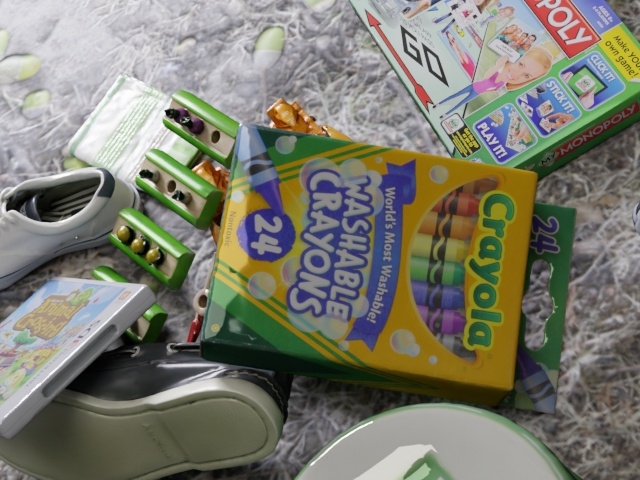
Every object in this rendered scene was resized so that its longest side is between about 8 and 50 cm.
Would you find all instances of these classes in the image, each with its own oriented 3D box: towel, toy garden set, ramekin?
[{"bbox_3d":[-0.192,-0.111,1.742,0.152,0.023,0.113,27,76,30],"label":"towel"},{"bbox_3d":[-0.136,-0.004,1.560,0.204,0.049,0.244,34,103,40],"label":"toy garden set"},{"bbox_3d":[0.099,0.281,1.306,0.303,0.148,0.303,-10,58,16],"label":"ramekin"}]

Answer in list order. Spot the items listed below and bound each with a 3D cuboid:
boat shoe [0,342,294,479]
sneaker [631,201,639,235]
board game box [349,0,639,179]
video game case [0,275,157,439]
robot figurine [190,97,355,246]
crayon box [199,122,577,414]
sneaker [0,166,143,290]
[{"bbox_3d":[-0.172,0.151,1.520,0.340,0.127,0.113,-14,29,32],"label":"boat shoe"},{"bbox_3d":[0.398,-0.024,1.426,0.224,0.083,0.098,-22,76,14],"label":"sneaker"},{"bbox_3d":[0.183,-0.203,1.626,0.213,0.046,0.317,-32,54,3],"label":"board game box"},{"bbox_3d":[-0.276,0.106,1.532,0.193,0.023,0.212,-44,23,-25],"label":"video game case"},{"bbox_3d":[0.000,0.000,1.553,0.211,0.085,0.291,-40,54,-1],"label":"robot figurine"},{"bbox_3d":[0.068,0.026,1.415,0.323,0.083,0.203,9,73,-2],"label":"crayon box"},{"bbox_3d":[-0.320,-0.019,1.692,0.258,0.091,0.094,-22,55,9],"label":"sneaker"}]
